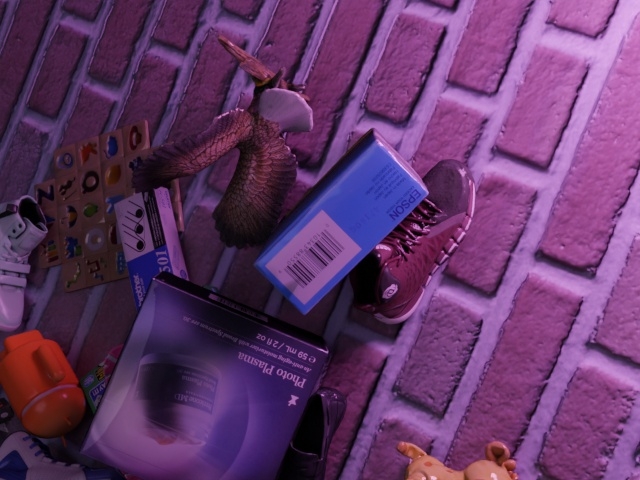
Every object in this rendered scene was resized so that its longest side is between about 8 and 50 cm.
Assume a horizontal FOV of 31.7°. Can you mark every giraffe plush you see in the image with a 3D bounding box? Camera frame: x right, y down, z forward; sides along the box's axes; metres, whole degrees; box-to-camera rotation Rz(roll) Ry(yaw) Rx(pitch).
[{"bbox_3d":[0.208,0.383,1.645,0.170,0.181,0.210,-10,43,18],"label":"giraffe plush"}]

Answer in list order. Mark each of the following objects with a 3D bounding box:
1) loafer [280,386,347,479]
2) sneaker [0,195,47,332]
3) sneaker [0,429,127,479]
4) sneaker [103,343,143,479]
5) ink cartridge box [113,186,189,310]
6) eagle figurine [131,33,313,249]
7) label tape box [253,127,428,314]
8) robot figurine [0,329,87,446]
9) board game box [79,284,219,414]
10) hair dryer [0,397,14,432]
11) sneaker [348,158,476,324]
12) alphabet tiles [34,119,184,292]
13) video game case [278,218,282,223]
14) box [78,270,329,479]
[{"bbox_3d":[-0.025,0.340,1.807,0.076,0.078,0.223,22,94,29],"label":"loafer"},{"bbox_3d":[-0.583,0.038,2.145,0.151,0.094,0.256,-22,70,37],"label":"sneaker"},{"bbox_3d":[-0.485,0.410,1.968,0.315,0.127,0.182,-14,47,10],"label":"sneaker"},{"bbox_3d":[-0.310,0.289,1.918,0.103,0.111,0.252,-7,97,-12],"label":"sneaker"},{"bbox_3d":[-0.301,0.015,2.015,0.097,0.046,0.207,-22,73,26],"label":"ink cartridge box"},{"bbox_3d":[-0.139,-0.149,1.883,0.226,0.225,0.298,30,85,22],"label":"eagle figurine"},{"bbox_3d":[0.032,-0.042,1.712,0.115,0.347,0.249,44,97,-3],"label":"label tape box"},{"bbox_3d":[-0.509,0.271,2.063,0.158,0.128,0.219,-40,65,10],"label":"robot figurine"},{"bbox_3d":[-0.264,0.253,1.973,0.317,0.046,0.213,-37,66,20],"label":"board game box"},{"bbox_3d":[-0.685,0.354,2.155,0.293,0.080,0.223,29,118,41],"label":"hair dryer"},{"bbox_3d":[0.134,-0.001,1.718,0.106,0.162,0.281,28,97,29],"label":"sneaker"},{"bbox_3d":[-0.404,-0.062,2.118,0.342,0.011,0.285,-14,76,27],"label":"alphabet tiles"},{"bbox_3d":[0.000,0.000,1.877,0.157,0.019,0.143,-36,68,19],"label":"video game case"},{"bbox_3d":[-0.178,0.242,1.770,0.296,0.183,0.294,23,91,-3],"label":"box"}]
